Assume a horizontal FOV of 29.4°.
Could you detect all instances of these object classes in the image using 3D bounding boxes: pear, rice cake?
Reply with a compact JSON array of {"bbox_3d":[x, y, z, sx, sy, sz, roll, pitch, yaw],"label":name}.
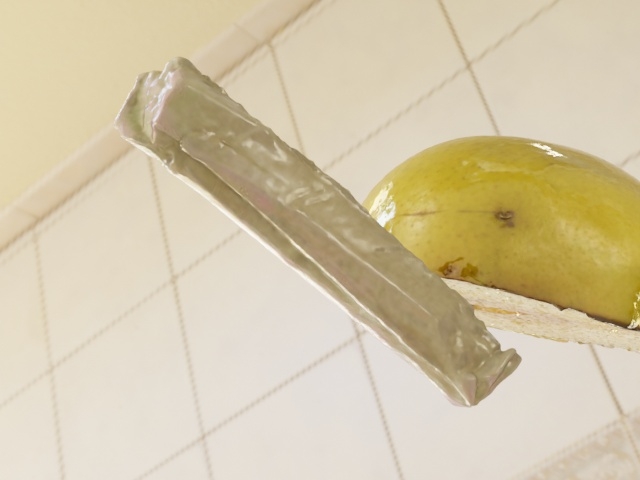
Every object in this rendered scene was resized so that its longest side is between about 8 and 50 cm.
[{"bbox_3d":[0.211,-0.007,1.247,0.387,0.340,0.191,7,80,38],"label":"pear"},{"bbox_3d":[0.000,0.000,0.679,0.055,0.270,0.049,-56,11,-29],"label":"rice cake"}]
